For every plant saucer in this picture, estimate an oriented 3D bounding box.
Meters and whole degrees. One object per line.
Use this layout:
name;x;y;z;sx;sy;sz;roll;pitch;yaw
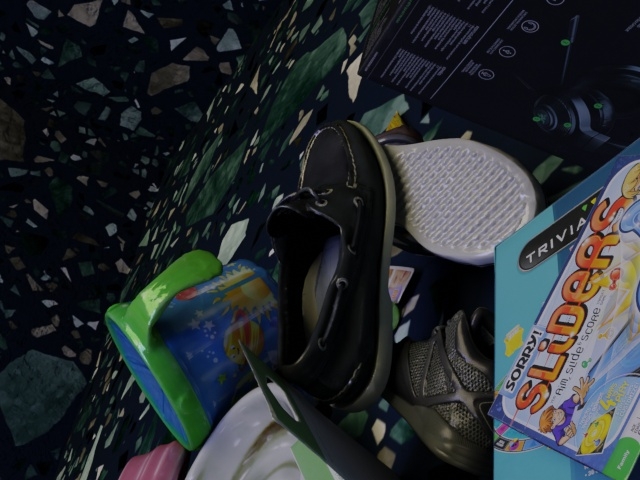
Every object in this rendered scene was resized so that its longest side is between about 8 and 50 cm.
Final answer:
plant saucer;-0.083;0.368;0.901;0.400;0.100;0.400;-51;23;30
plant saucer;-0.276;0.451;1.138;0.332;0.084;0.332;-164;90;-89

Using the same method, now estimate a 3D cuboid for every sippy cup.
sippy cup;-0.158;0.147;1.141;0.224;0.240;0.305;-32;0;-22

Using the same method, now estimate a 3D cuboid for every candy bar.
candy bar;0.123;-0.155;1.174;0.040;0.018;0.161;-59;20;20

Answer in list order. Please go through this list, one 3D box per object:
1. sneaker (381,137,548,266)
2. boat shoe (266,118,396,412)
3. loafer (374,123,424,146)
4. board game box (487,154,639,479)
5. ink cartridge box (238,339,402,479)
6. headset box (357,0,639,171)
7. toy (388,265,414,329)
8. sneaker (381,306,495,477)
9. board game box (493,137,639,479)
sneaker;0.139;-0.040;0.854;0.321;0.127;0.126;22;89;54
boat shoe;-0.003;0.002;0.809;0.127;0.113;0.340;-28;52;46
loafer;0.048;-0.077;1.141;0.302;0.109;0.095;-47;21;43
board game box;0.192;0.039;0.468;0.201;0.035;0.136;-61;17;-7
ink cartridge box;0.009;0.204;0.684;0.056;0.235;0.171;-48;20;0
headset box;0.209;-0.189;0.611;0.246;0.283;0.131;129;159;-64
toy;0.031;0.085;1.041;0.137;0.056;0.237;-64;20;-9
sneaker;0.118;0.117;0.751;0.130;0.087;0.227;-60;23;1
board game box;0.227;0.074;0.511;0.254;0.079;0.336;-44;23;41
